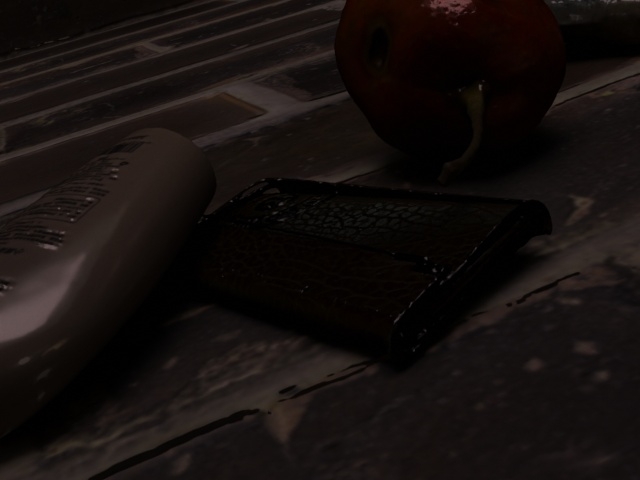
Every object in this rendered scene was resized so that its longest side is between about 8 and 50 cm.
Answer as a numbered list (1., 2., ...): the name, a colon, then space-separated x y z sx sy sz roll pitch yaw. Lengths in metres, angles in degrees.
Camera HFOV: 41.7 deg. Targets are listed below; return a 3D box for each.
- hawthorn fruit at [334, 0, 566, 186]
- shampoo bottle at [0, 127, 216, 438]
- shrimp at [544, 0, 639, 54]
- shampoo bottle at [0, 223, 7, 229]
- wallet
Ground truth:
1. hawthorn fruit: 0.099 -0.107 0.567 0.165 0.165 0.285 -14 28 2
2. shampoo bottle: -0.151 0.028 0.460 0.127 0.078 0.257 -2 33 31
3. shrimp: 0.281 -0.237 0.859 0.289 0.075 0.178 -1 18 31
4. shampoo bottle: -0.246 0.060 0.490 0.065 0.065 0.204 1 27 33
5. wallet: 0.000 0.000 0.504 0.133 0.039 0.243 -34 27 -31
